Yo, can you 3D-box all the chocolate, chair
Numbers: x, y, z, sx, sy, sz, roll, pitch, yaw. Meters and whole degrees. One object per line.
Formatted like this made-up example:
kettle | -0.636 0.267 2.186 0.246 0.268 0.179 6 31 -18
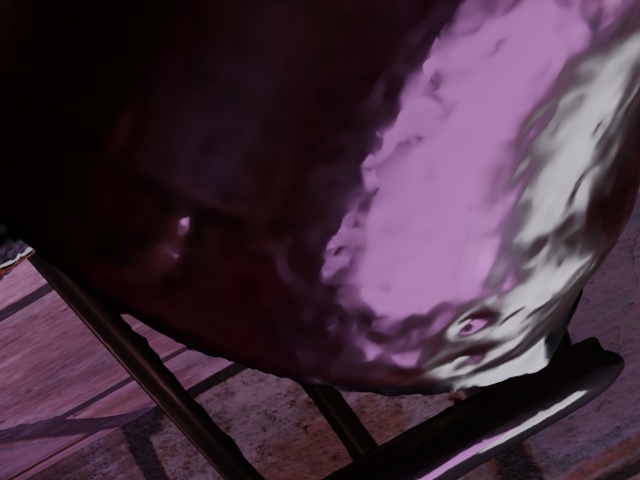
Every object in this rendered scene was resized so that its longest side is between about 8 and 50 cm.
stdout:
chocolate | 0.026 -0.160 0.659 0.383 0.383 0.331 -15 139 -49
chair | 0.000 0.000 1.080 0.362 0.410 0.364 -31 169 19

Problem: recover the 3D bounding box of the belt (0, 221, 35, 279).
belt | -0.269 -0.052 0.737 0.295 0.207 0.160 1 158 -38
